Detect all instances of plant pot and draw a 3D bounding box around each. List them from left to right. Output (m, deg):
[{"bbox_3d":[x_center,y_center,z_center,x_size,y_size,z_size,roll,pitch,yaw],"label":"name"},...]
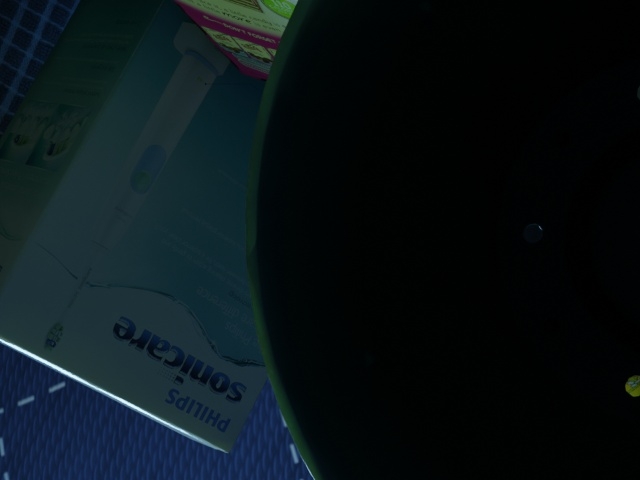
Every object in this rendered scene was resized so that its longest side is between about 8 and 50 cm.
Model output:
[{"bbox_3d":[0.145,-0.004,0.451,0.293,0.293,0.235,26,-175,12],"label":"plant pot"}]

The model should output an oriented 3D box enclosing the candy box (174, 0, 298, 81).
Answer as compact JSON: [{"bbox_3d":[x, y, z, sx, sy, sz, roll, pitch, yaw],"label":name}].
[{"bbox_3d":[-0.022,-0.156,0.671,0.159,0.071,0.233,22,169,31],"label":"candy box"}]

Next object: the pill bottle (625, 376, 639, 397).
[{"bbox_3d":[0.233,0.068,1.003,0.118,0.117,0.208,23,169,25],"label":"pill bottle"}]

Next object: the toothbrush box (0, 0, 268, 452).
[{"bbox_3d":[-0.103,-0.034,0.857,0.216,0.295,0.126,34,167,-37],"label":"toothbrush box"}]

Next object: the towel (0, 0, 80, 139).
[{"bbox_3d":[-0.289,-0.140,0.897,0.235,0.283,0.121,29,155,-22],"label":"towel"}]

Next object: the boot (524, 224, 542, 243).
[{"bbox_3d":[0.074,-0.003,0.795,0.190,0.208,0.076,27,169,3],"label":"boot"}]
